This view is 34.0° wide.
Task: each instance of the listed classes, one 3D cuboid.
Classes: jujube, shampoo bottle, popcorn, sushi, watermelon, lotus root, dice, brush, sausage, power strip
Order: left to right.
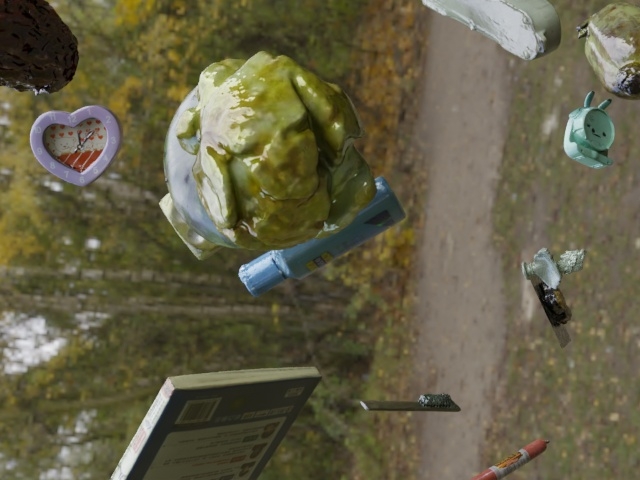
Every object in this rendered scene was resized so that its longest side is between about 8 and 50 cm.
[{"bbox_3d":[-0.287,-0.189,0.947,0.166,0.104,0.104,4,-86,-56],"label":"jujube"},{"bbox_3d":[-0.246,-0.066,2.342,0.166,0.169,0.169,54,178,-2],"label":"dice"},{"bbox_3d":[-0.157,-0.166,1.792,0.189,0.331,0.330,41,-131,-54],"label":"watermelon"},{"bbox_3d":[-0.065,-0.124,1.345,0.276,0.226,0.276,13,105,60],"label":"popcorn"},{"bbox_3d":[0.000,0.000,1.552,0.061,0.258,0.104,62,-175,25],"label":"shampoo bottle"},{"bbox_3d":[0.162,0.284,1.840,0.034,0.190,0.027,-137,55,-61],"label":"brush"},{"bbox_3d":[0.212,-0.307,1.349,0.286,0.048,0.080,47,157,48],"label":"power strip"},{"bbox_3d":[0.382,0.469,2.164,0.034,0.253,0.034,37,138,43],"label":"sausage"},{"bbox_3d":[0.401,0.108,1.766,0.139,0.031,0.201,66,-164,7],"label":"sushi"},{"bbox_3d":[0.646,-0.390,2.217,0.309,0.173,0.173,-93,10,-53],"label":"lotus root"}]

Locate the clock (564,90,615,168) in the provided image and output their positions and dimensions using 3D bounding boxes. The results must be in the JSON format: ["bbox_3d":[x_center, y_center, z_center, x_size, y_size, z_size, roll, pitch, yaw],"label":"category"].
[{"bbox_3d":[0.509,-0.208,1.963,0.041,0.101,0.135,-16,61,59],"label":"clock"}]

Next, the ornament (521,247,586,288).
[{"bbox_3d":[0.352,0.039,1.587,0.041,0.092,0.068,-66,-18,-55],"label":"ornament"}]

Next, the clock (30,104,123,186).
[{"bbox_3d":[-0.522,-0.203,2.277,0.064,0.198,0.172,-62,-37,-81],"label":"clock"}]

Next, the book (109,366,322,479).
[{"bbox_3d":[-0.203,0.369,1.699,0.039,0.300,0.428,52,123,34],"label":"book"}]
